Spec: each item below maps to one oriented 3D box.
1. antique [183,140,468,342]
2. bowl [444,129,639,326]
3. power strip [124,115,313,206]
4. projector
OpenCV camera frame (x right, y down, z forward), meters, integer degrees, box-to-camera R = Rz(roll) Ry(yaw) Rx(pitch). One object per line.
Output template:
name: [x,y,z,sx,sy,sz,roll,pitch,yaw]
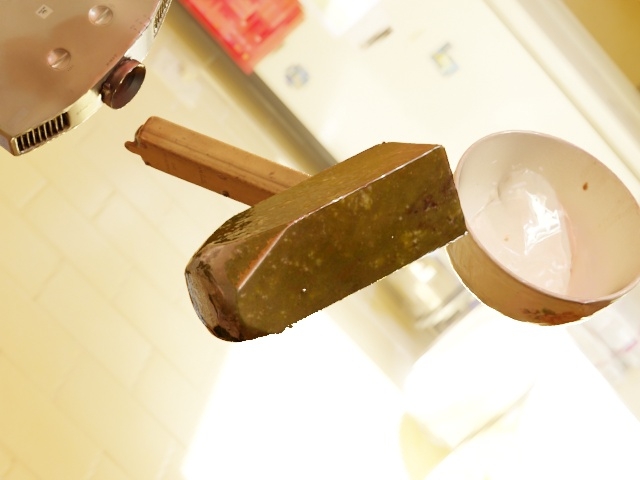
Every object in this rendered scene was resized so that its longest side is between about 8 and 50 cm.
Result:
antique: [0.000,0.000,1.032,0.221,0.080,0.081,-27,18,-29]
bowl: [0.273,0.002,1.759,0.277,0.277,0.145,-54,-4,-41]
power strip: [-0.068,-0.063,1.460,0.064,0.305,0.044,89,-154,-63]
projector: [-0.283,-0.220,1.490,0.269,0.193,0.088,-50,-11,-18]
